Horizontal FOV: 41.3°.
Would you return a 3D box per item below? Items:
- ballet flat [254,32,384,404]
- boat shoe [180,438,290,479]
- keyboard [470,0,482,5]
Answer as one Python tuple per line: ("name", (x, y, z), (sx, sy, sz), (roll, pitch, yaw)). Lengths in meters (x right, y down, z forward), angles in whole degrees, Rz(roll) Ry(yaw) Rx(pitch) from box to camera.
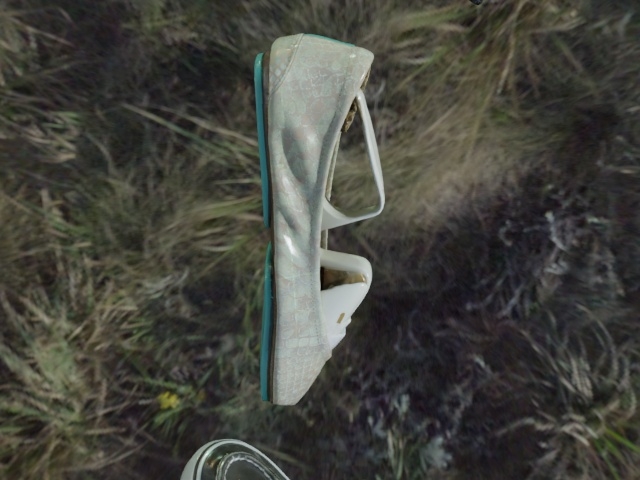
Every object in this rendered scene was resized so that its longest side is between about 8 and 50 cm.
("ballet flat", (0.000, 0.000, 0.356), (0.052, 0.057, 0.168), (2, 113, 4))
("boat shoe", (-0.001, 0.189, 0.442), (0.219, 0.078, 0.070), (54, 137, 26))
("keyboard", (0.084, -0.301, 0.543), (0.033, 0.317, 0.201), (-12, 125, 33))
